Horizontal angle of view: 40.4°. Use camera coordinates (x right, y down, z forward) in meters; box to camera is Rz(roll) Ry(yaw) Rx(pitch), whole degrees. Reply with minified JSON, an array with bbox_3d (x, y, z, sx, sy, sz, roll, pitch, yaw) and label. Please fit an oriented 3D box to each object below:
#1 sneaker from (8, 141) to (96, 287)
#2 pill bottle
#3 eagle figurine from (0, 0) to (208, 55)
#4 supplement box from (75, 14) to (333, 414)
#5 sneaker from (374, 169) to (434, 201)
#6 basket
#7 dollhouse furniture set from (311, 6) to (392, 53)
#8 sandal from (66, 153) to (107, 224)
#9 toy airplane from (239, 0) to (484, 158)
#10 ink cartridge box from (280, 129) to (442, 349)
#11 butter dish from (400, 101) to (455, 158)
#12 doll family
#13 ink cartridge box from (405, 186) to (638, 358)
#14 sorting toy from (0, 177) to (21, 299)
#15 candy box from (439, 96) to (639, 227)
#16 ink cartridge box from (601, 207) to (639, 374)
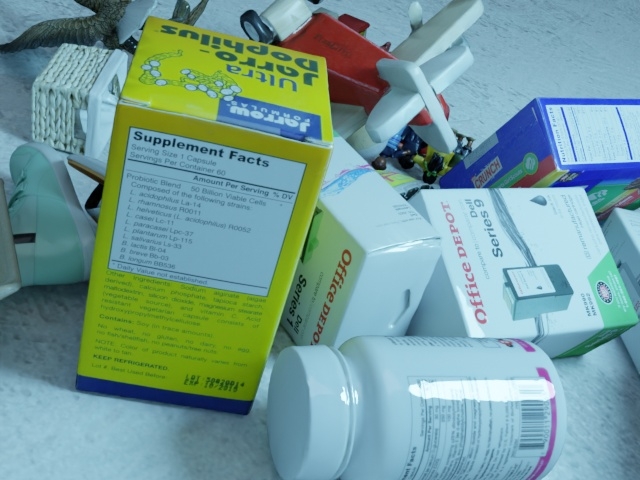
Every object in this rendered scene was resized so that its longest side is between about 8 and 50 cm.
[{"bbox_3d":[-0.381,-0.037,1.063,0.151,0.094,0.256,-9,41,-31],"label":"sneaker"},{"bbox_3d":[0.097,0.180,0.914,0.283,0.160,0.160,4,36,-21],"label":"pill bottle"},{"bbox_3d":[-0.372,-0.368,1.444,0.298,0.225,0.226,25,32,-1],"label":"eagle figurine"},{"bbox_3d":[-0.127,-0.018,0.916,0.194,0.357,0.195,11,35,-11],"label":"supplement box"},{"bbox_3d":[0.073,-0.067,1.342,0.208,0.081,0.094,-4,32,-39],"label":"sneaker"},{"bbox_3d":[-0.361,-0.214,1.308,0.103,0.113,0.167,11,34,-3],"label":"basket"},{"bbox_3d":[0.054,-0.370,1.683,0.201,0.152,0.374,27,35,13],"label":"dollhouse furniture set"},{"bbox_3d":[-0.214,-0.011,1.088,0.265,0.076,0.102,37,-10,-15],"label":"sandal"},{"bbox_3d":[0.067,-0.220,1.332,0.386,0.272,0.384,-6,52,12],"label":"toy airplane"},{"bbox_3d":[0.000,0.000,1.088,0.117,0.201,0.278,-10,43,-34],"label":"ink cartridge box"},{"bbox_3d":[0.172,-0.235,1.578,0.160,0.118,0.160,26,35,10],"label":"butter dish"},{"bbox_3d":[0.169,-0.150,1.484,0.193,0.111,0.076,22,3,12],"label":"doll family"},{"bbox_3d":[0.242,0.048,1.138,0.289,0.121,0.211,-3,65,-30],"label":"ink cartridge box"},{"bbox_3d":[-0.415,0.028,0.916,0.193,0.038,0.208,-28,42,-2],"label":"sorting toy"},{"bbox_3d":[0.387,-0.106,1.333,0.317,0.268,0.122,-4,71,-25],"label":"candy box"},{"bbox_3d":[0.544,0.091,1.288,0.207,0.117,0.283,11,34,-11],"label":"ink cartridge box"}]
